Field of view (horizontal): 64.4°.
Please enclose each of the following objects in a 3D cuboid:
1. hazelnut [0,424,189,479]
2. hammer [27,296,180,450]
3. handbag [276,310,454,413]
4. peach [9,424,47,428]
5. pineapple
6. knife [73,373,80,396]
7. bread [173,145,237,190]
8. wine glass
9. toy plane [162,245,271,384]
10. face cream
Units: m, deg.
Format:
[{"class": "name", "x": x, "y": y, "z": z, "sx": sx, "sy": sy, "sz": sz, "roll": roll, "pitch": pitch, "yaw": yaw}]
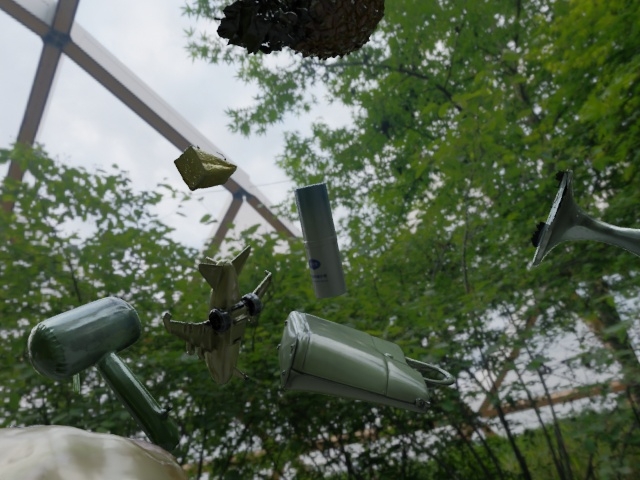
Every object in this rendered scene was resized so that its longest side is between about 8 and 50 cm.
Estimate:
[{"class": "hazelnut", "x": -0.173, "y": 0.250, "z": 0.309, "sx": 0.240, "sy": 0.261, "sz": 0.261, "roll": -24, "pitch": -25, "yaw": -13}, {"class": "hammer", "x": -0.380, "y": 0.262, "z": 0.967, "sx": 0.206, "sy": 0.335, "sz": 0.119, "roll": -28, "pitch": -21, "yaw": -55}, {"class": "handbag", "x": 0.082, "y": 0.229, "z": 0.903, "sx": 0.315, "sy": 0.110, "sz": 0.241, "roll": 19, "pitch": 7, "yaw": -10}, {"class": "peach", "x": -0.483, "y": 0.411, "z": 0.763, "sx": 0.154, "sy": 0.267, "sz": 0.159, "roll": -41, "pitch": -72, "yaw": 10}, {"class": "pineapple", "x": -0.035, "y": -0.412, "z": 0.896, "sx": 0.362, "sy": 0.202, "sz": 0.202, "roll": -34, "pitch": -7, "yaw": -44}, {"class": "knife", "x": -0.675, "y": 0.357, "z": 1.401, "sx": 0.026, "sy": 0.184, "sz": 0.022, "roll": -34, "pitch": -48, "yaw": -2}, {"class": "bread", "x": -0.243, "y": -0.165, "z": 1.111, "sx": 0.084, "sy": 0.080, "sz": 0.109, "roll": -33, "pitch": -8, "yaw": 41}, {"class": "wine glass", "x": 0.422, "y": 0.018, "z": 0.601, "sx": 0.320, "sy": 0.144, "sz": 0.143, "roll": 18, "pitch": -19, "yaw": 22}, {"class": "toy plane", "x": -0.165, "y": 0.142, "z": 0.876, "sx": 0.104, "sy": 0.257, "sz": 0.241, "roll": 10, "pitch": 20, "yaw": 33}, {"class": "face cream", "x": 0.000, "y": 0.000, "z": 1.139, "sx": 0.077, "sy": 0.250, "sz": 0.077, "roll": -11, "pitch": 6, "yaw": 1}]
